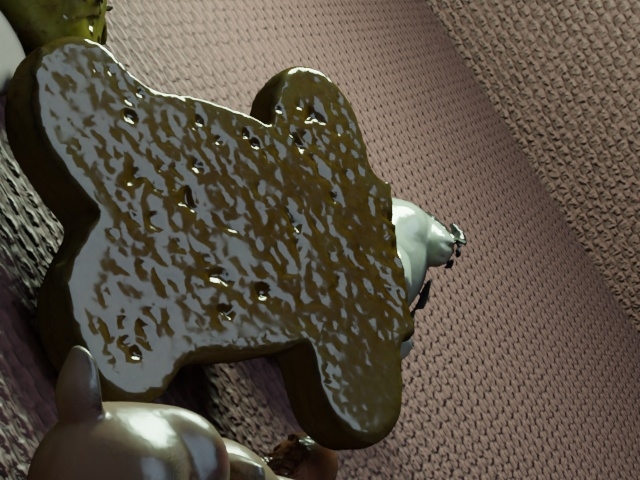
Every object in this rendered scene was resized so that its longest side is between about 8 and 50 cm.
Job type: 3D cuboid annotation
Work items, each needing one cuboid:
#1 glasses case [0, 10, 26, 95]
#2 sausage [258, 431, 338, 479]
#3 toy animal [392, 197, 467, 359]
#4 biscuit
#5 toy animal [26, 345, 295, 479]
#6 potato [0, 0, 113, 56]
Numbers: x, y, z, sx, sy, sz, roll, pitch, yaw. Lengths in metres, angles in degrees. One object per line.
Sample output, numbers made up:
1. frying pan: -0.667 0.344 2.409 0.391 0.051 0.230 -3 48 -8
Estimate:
1. glasses case: -0.321 -0.146 1.451 0.113 0.075 0.297 55 19 -7
2. sausage: -0.029 0.256 1.526 0.087 0.079 0.327 39 22 -16
3. toy animal: 0.005 0.003 1.882 0.310 0.183 0.247 24 32 -50
4. biscuit: -0.088 0.012 1.569 0.394 0.076 0.368 3 69 -41
5. toy animal: -0.119 0.192 1.287 0.250 0.154 0.166 38 49 -55
6. potato: -0.284 -0.279 1.665 0.296 0.141 0.191 63 15 11
